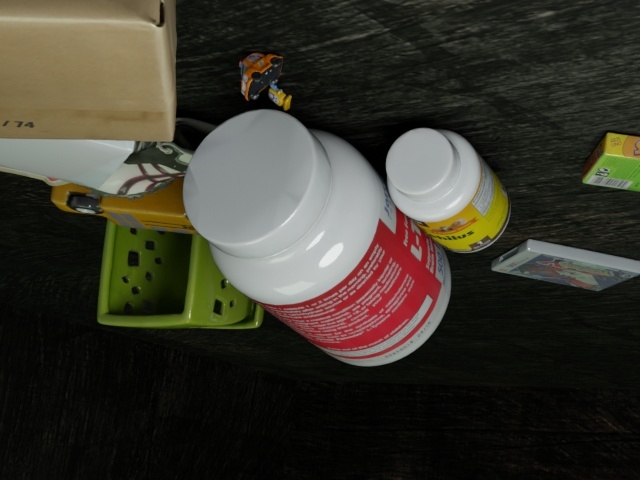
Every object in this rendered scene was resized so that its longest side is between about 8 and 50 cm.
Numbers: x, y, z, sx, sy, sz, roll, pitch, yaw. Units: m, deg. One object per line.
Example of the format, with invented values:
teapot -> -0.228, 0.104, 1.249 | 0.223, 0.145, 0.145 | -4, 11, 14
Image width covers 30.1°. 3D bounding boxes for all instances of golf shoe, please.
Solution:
golf shoe -> -0.210, -0.122, 1.570 | 0.272, 0.105, 0.120 | 1, 151, 7

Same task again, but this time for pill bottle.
pill bottle -> 0.156, -0.065, 1.478 | 0.117, 0.117, 0.215 | 2, 165, 25
pill bottle -> 0.000, 0.000, 1.518 | 0.229, 0.229, 0.407 | 2, 159, 27

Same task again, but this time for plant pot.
plant pot -> -0.209, 0.040, 1.947 | 0.228, 0.227, 0.207 | -3, 168, 39

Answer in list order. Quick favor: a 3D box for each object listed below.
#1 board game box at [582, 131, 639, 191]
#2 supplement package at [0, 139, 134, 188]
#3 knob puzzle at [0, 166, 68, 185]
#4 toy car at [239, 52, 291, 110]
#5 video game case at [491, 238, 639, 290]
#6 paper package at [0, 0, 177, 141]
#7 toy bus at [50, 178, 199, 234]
board game box -> 0.453, -0.078, 1.409 | 0.259, 0.039, 0.124 | 11, 167, 3
supplement package -> -0.306, -0.166, 1.282 | 0.203, 0.149, 0.194 | 13, 166, -19
knob puzzle -> -0.355, -0.135, 1.514 | 0.213, 0.030, 0.213 | 9, 137, 9
toy car -> -0.069, -0.170, 1.326 | 0.040, 0.060, 0.122 | 38, 166, 15
video game case -> 0.407, 0.043, 1.974 | 0.201, 0.023, 0.183 | 11, 167, -8
paper package -> -0.283, -0.201, 0.981 | 0.324, 0.168, 0.309 | -1, 168, -6
toy bus -> -0.208, -0.073, 1.706 | 0.332, 0.108, 0.130 | 6, 168, 11
